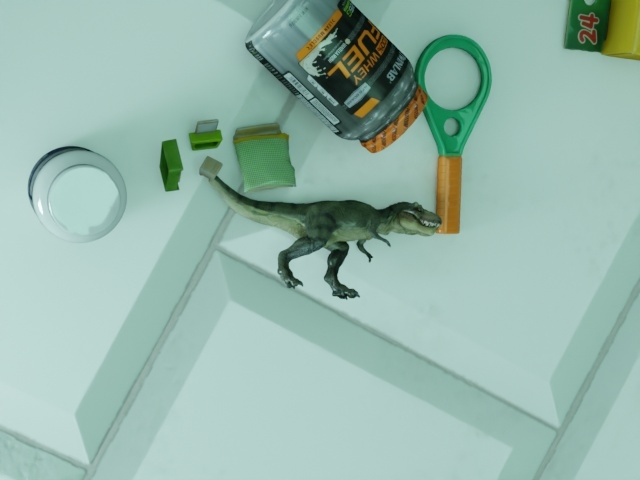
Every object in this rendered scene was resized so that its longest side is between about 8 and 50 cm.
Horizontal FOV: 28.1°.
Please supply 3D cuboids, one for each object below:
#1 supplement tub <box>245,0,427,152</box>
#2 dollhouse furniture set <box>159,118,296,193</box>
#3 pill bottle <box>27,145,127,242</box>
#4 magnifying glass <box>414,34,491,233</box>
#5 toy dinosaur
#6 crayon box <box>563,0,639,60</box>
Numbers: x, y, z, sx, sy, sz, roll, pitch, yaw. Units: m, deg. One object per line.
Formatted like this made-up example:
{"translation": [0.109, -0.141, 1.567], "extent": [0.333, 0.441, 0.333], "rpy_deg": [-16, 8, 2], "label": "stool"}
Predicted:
{"translation": [0.021, -0.191, 1.393], "extent": [0.190, 0.117, 0.117], "rpy_deg": [42, 85, -16], "label": "supplement tub"}
{"translation": [-0.098, -0.093, 1.387], "extent": [0.151, 0.058, 0.076], "rpy_deg": [-9, 70, -15], "label": "dollhouse furniture set"}
{"translation": [-0.248, -0.047, 1.306], "extent": [0.094, 0.169, 0.094], "rpy_deg": [-2, 97, -15], "label": "pill bottle"}
{"translation": [0.152, -0.123, 1.488], "extent": [0.092, 0.026, 0.231], "rpy_deg": [0, 95, -16], "label": "magnifying glass"}
{"translation": [0.000, 0.000, 1.439], "extent": [0.268, 0.064, 0.118], "rpy_deg": [7, 77, -14], "label": "toy dinosaur"}
{"translation": [0.459, -0.306, 1.521], "extent": [0.318, 0.081, 0.202], "rpy_deg": [4, 96, -15], "label": "crayon box"}
